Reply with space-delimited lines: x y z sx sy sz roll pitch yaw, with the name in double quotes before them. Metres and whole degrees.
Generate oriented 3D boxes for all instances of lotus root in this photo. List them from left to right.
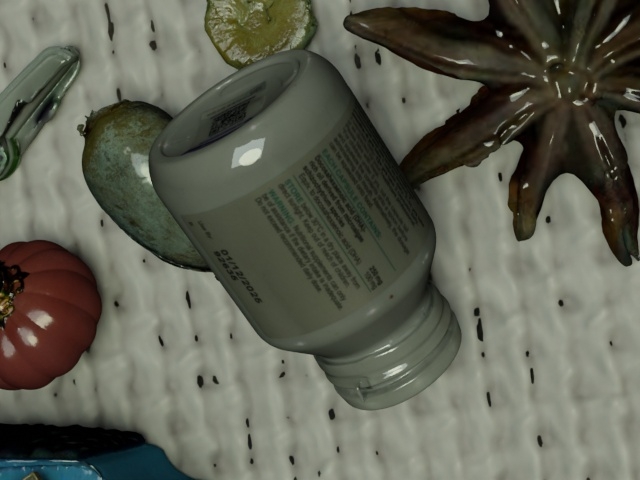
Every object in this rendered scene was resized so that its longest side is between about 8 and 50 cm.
"lotus root" -0.099 -0.029 0.930 0.165 0.088 0.088 44 101 -7

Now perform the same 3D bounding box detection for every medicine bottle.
"medicine bottle" 0.000 0.000 0.866 0.135 0.135 0.215 -29 114 11

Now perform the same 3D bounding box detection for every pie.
"pie" -0.042 -0.157 0.937 0.084 0.020 0.084 0 93 10

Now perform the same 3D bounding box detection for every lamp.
"lamp" -0.203 0.051 0.947 0.107 0.092 0.107 -13 59 22

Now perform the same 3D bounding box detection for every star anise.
"star anise" 0.153 -0.105 0.873 0.288 0.088 0.288 2 108 7

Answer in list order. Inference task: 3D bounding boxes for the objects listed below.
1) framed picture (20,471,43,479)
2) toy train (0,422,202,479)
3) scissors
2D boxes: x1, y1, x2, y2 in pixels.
"framed picture" -0.220 0.253 0.833 0.201 0.010 0.136 -35 79 3
"toy train" -0.228 0.255 0.929 0.300 0.188 0.265 -2 87 10
"scissors" -0.241 -0.061 0.978 0.101 0.027 0.204 42 103 2
